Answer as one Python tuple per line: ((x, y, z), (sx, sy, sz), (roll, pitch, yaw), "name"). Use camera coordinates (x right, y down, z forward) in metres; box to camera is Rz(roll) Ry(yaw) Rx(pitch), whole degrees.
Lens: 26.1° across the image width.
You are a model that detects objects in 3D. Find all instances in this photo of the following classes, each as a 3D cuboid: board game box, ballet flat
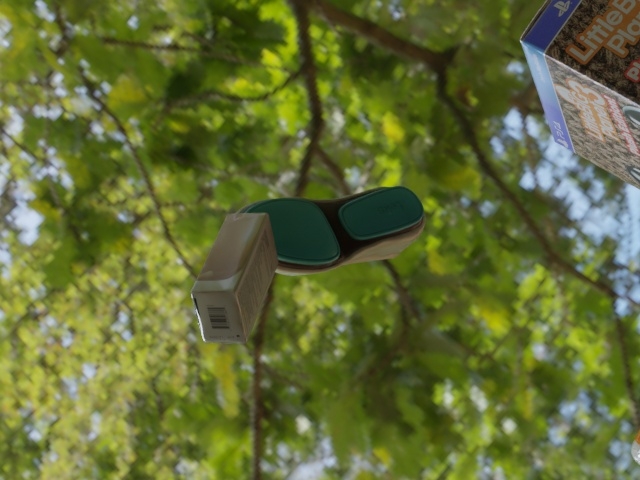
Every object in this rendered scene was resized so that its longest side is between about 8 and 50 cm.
((0.353, -0.122, 1.246), (0.141, 0.291, 0.232), (-54, -26, -6), "board game box")
((0.000, 0.000, 1.367), (0.248, 0.086, 0.086), (-7, -55, -39), "ballet flat")

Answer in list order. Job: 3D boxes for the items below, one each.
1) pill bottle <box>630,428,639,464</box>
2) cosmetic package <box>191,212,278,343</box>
((0.363, 0.113, 1.164), (0.121, 0.121, 0.221), (22, -85, -52), "pill bottle")
((-0.073, 0.032, 1.205), (0.115, 0.041, 0.060), (-69, -25, -52), "cosmetic package")
